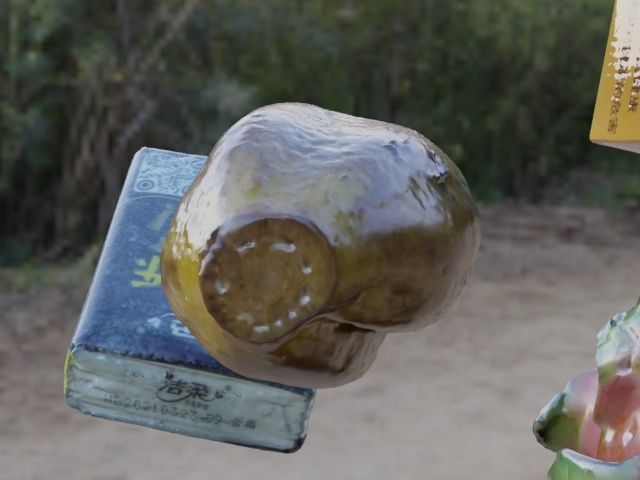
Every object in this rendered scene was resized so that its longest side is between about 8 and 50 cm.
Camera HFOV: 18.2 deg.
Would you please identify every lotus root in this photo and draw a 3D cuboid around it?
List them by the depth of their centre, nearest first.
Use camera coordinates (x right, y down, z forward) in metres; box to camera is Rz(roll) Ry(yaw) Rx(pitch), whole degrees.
[{"bbox_3d":[0.007,0.006,1.259,0.193,0.193,0.291,6,2,17],"label":"lotus root"}]

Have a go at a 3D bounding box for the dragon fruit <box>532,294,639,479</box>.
[{"bbox_3d":[0.165,0.071,0.508,0.236,0.135,0.137,6,-25,37],"label":"dragon fruit"}]

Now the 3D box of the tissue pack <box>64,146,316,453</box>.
[{"bbox_3d":[-0.082,0.037,1.555,0.185,0.081,0.257,11,40,1],"label":"tissue pack"}]

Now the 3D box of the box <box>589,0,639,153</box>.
[{"bbox_3d":[0.314,-0.150,1.518,0.076,0.174,0.274,10,-1,-22],"label":"box"}]
